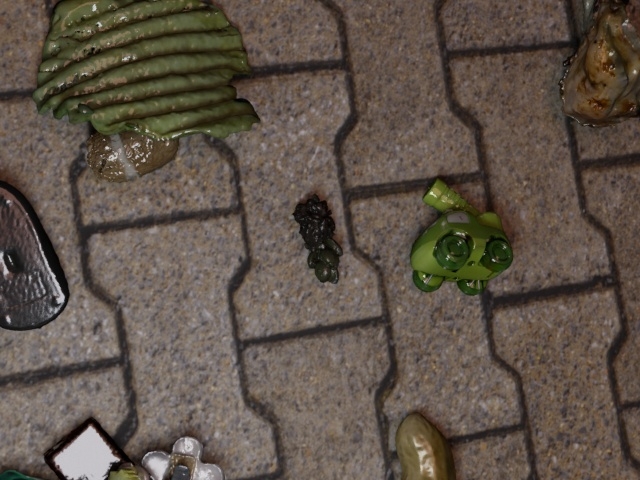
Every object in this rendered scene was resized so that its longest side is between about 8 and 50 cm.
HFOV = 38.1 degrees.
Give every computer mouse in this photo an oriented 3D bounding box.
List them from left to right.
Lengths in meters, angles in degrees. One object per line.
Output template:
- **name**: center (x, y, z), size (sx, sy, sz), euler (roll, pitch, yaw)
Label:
- **computer mouse**: center (-0.528, 0.023, 1.581), size (0.137, 0.086, 0.270), euler (-21, 98, -6)

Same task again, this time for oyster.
- **oyster**: center (0.564, -0.384, 1.863), size (0.197, 0.133, 0.337), euler (2, 82, -11)

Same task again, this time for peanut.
- **peanut**: center (0.192, 0.438, 1.710), size (0.120, 0.110, 0.237), euler (-12, 86, -1)

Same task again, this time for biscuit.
- **biscuit**: center (-0.356, 0.429, 1.596), size (0.106, 0.070, 0.252), euler (-41, 95, -13)

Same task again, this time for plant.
- **plant**: center (0.000, 0.000, 1.721), size (0.085, 0.087, 0.174), euler (-17, 94, -39)

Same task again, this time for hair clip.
- **hair clip**: center (-0.246, 0.460, 1.553), size (0.146, 0.075, 0.257), euler (13, 88, -11)

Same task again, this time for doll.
- **doll**: center (-0.310, -0.175, 1.644), size (0.221, 0.115, 0.105), euler (-28, 120, -22)

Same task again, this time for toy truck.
- **toy truck**: center (0.272, -0.003, 1.760), size (0.187, 0.148, 0.211), euler (20, 56, -9)

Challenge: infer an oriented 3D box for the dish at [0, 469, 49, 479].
- **dish**: center (-0.445, 0.471, 1.534), size (0.246, 0.078, 0.224), euler (-22, 88, 26)

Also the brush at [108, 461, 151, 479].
- **brush**: center (-0.352, 0.519, 1.512), size (0.067, 0.072, 0.313), euler (15, 87, -56)

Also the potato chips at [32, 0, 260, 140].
- **potato chips**: center (-0.304, -0.295, 1.622), size (0.389, 0.097, 0.373), euler (0, 50, -11)
